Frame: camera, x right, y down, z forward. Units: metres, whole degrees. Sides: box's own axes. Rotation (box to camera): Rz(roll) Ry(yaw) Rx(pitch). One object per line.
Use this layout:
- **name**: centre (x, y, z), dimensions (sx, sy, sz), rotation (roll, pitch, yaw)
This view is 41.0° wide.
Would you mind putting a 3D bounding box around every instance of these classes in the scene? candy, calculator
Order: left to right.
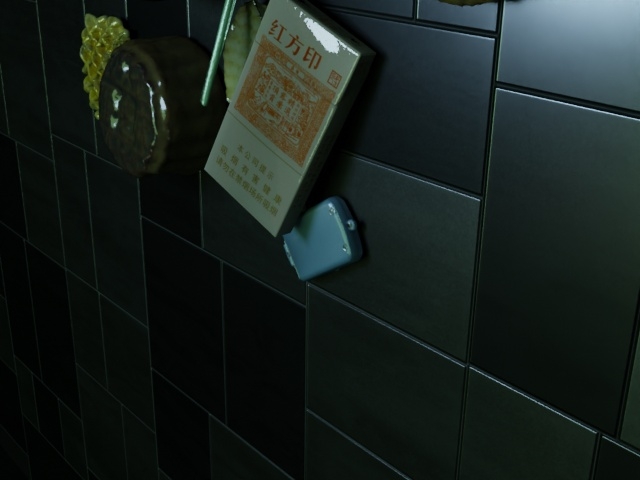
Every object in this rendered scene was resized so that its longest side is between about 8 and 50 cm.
- **candy**: centre (-0.157, -0.388, 1.455), dimensions (0.092, 0.093, 0.335), rotation (-121, 44, -64)
- **calculator**: centre (0.000, 0.000, 1.499), dimensions (0.210, 0.039, 0.121), rotation (-27, 84, 52)

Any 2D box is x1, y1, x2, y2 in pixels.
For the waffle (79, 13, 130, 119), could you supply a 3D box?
- **waffle**: centre (-0.472, -0.378, 1.929), dimensions (0.250, 0.056, 0.261), rotation (35, 132, 40)

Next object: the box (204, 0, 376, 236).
- **box**: centre (-0.061, -0.207, 1.428), dimensions (0.204, 0.051, 0.365), rotation (43, 125, 24)

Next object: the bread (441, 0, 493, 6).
- **bread**: centre (0.151, -0.421, 1.058), dimensions (0.274, 0.149, 0.274), rotation (35, 135, 44)

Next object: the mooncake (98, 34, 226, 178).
- **mooncake**: centre (-0.326, -0.263, 1.704), dimensions (0.290, 0.161, 0.290), rotation (21, 117, 46)

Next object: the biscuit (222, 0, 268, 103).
- **biscuit**: centre (-0.113, -0.277, 1.532), dimensions (0.187, 0.036, 0.273), rotation (-13, 94, 51)
